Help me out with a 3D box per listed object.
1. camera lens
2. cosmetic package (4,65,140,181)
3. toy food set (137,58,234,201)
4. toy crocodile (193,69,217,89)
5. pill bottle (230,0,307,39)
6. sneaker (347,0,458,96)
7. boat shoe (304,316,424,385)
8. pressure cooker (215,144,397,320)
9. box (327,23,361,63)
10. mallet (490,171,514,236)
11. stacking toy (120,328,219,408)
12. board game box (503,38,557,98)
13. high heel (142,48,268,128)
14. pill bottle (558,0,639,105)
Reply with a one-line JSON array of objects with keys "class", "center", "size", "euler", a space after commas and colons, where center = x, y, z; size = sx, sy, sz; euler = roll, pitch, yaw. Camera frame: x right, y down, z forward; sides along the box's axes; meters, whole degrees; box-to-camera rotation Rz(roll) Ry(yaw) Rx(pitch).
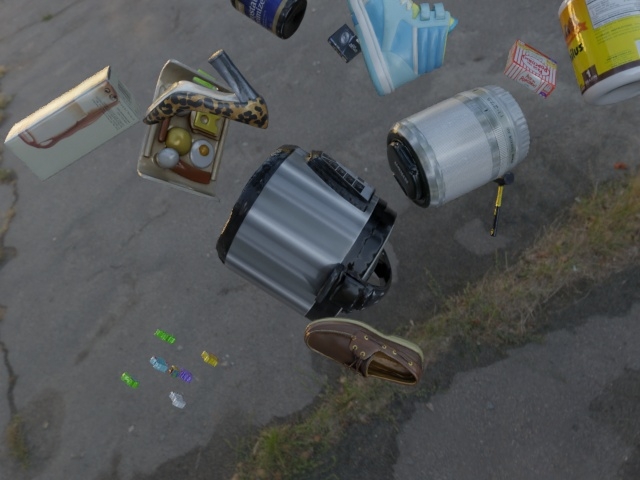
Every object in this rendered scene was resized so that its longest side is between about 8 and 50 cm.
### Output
[{"class": "camera lens", "center": [0.309, -0.216, 1.129], "size": [0.274, 0.219, 0.219], "euler": [-26, 47, -5]}, {"class": "cosmetic package", "center": [-0.625, -0.302, 1.235], "size": [0.296, 0.129, 0.153], "euler": [-33, 38, 1]}, {"class": "toy food set", "center": [-0.324, -0.275, 1.243], "size": [0.092, 0.219, 0.306], "euler": [6, 82, 50]}, {"class": "toy crocodile", "center": [-0.387, -0.408, 1.461], "size": [0.105, 0.115, 0.341], "euler": [-45, 31, 38]}, {"class": "pill bottle", "center": [-0.153, -0.627, 1.237], "size": [0.219, 0.123, 0.123], "euler": [34, 69, 5]}, {"class": "sneaker", "center": [0.169, -0.490, 1.015], "size": [0.208, 0.319, 0.127], "euler": [-17, 14, 12]}, {"class": "boat shoe", "center": [0.061, 0.158, 0.682], "size": [0.177, 0.064, 0.060], "euler": [16, 27, 2]}, {"class": "pressure cooker", "center": [-0.003, 0.004, 1.229], "size": [0.420, 0.375, 0.370], "euler": [33, 63, 1]}, {"class": "box", "center": [0.071, -0.540, 1.322], "size": [0.067, 0.018, 0.083], "euler": [-41, 93, -6]}, {"class": "mallet", "center": [0.505, -0.103, 1.351], "size": [0.039, 0.190, 0.062], "euler": [-2, 8, -21]}, {"class": "stacking toy", "center": [-0.414, 0.354, 1.339], "size": [0.167, 0.221, 0.052], "euler": [-52, 35, -4]}, {"class": "board game box", "center": [0.640, -0.523, 1.463], "size": [0.146, 0.045, 0.193], "euler": [30, 47, -1]}, {"class": "high heel", "center": [-0.251, -0.271, 1.061], "size": [0.261, 0.186, 0.093], "euler": [-25, 33, 23]}, {"class": "pill bottle", "center": [0.458, -0.337, 0.773], "size": [0.117, 0.117, 0.215], "euler": [-13, 81, 14]}]
